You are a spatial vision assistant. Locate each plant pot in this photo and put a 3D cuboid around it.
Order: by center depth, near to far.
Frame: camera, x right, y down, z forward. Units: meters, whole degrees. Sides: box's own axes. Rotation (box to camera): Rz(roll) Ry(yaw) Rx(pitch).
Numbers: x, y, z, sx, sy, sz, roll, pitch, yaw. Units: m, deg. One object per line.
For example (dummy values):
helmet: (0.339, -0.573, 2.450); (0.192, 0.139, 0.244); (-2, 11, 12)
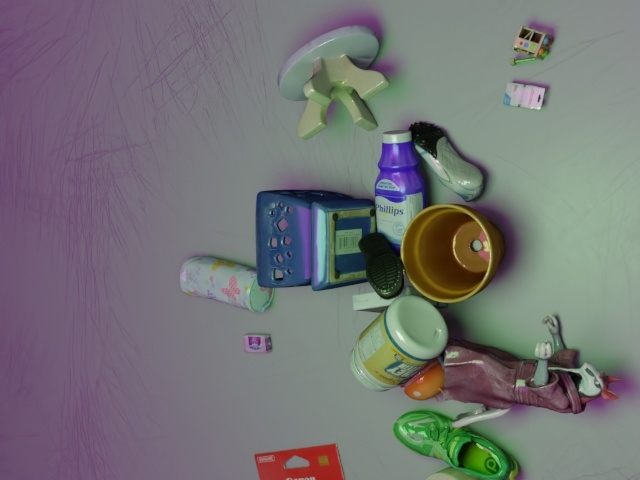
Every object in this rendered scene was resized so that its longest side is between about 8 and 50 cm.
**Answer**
plant pot: (0.306, 0.020, 1.609); (0.205, 0.188, 0.205); (3, 96, 33)
plant pot: (0.000, 0.000, 1.765); (0.212, 0.236, 0.235); (7, 99, 44)

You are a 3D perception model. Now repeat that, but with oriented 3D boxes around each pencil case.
pencil case: (-0.261, 0.121, 2.044); (0.273, 0.113, 0.124); (10, 110, 33)

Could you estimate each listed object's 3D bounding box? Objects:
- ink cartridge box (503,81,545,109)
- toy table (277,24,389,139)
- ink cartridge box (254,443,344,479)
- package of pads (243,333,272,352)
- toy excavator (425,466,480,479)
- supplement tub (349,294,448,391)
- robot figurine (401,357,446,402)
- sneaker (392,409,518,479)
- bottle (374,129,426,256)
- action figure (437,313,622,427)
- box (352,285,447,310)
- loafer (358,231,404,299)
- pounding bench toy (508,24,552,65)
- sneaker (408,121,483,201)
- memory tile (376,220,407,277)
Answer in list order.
ink cartridge box: (0.437, -0.307, 1.587); (0.083, 0.028, 0.048); (17, 104, 32)
toy table: (0.032, -0.361, 1.746); (0.274, 0.252, 0.160); (-36, 57, 39)
ink cartridge box: (-0.056, 0.694, 1.989); (0.296, 0.066, 0.261); (-18, 85, 33)
package of pads: (-0.174, 0.282, 2.049); (0.083, 0.032, 0.050); (-4, 94, 34)
toy excavator: (0.388, 0.775, 1.630); (0.445, 0.222, 0.432); (18, 103, 40)
supplement tub: (0.162, 0.223, 1.582); (0.144, 0.144, 0.199); (55, 136, 17)
robot figurine: (0.216, 0.276, 1.729); (0.158, 0.128, 0.219); (-46, 70, 29)
sneaker: (0.302, 0.456, 1.680); (0.296, 0.123, 0.109); (18, 72, 26)
bottle: (0.181, -0.106, 1.692); (0.118, 0.092, 0.282); (12, 113, 45)
action figure: (0.420, 0.300, 1.525); (0.370, 0.248, 0.275); (6, 99, 36)
box: (0.184, 0.139, 1.701); (0.145, 0.186, 0.038); (-12, 74, 33)
loafer: (0.142, 0.064, 1.631); (0.080, 0.220, 0.078); (-22, 122, 7)
pounding bench toy: (0.441, -0.399, 1.562); (0.065, 0.052, 0.083); (30, 110, 28)
sneaker: (0.274, -0.178, 1.683); (0.237, 0.085, 0.086); (52, 155, 28)
memory tile: (0.176, 0.023, 1.802); (0.148, 0.012, 0.113); (19, 105, 31)
